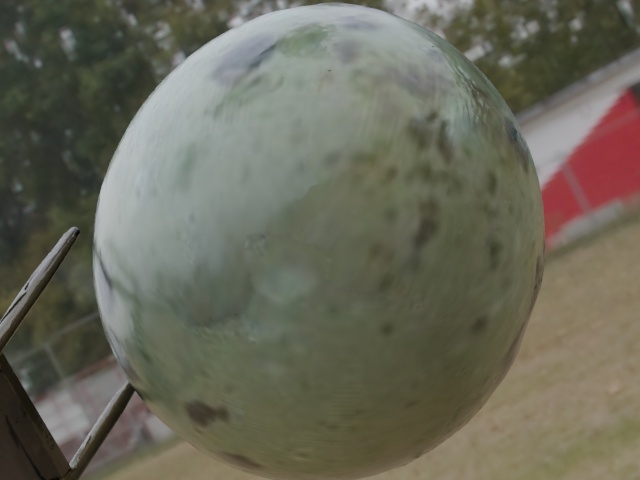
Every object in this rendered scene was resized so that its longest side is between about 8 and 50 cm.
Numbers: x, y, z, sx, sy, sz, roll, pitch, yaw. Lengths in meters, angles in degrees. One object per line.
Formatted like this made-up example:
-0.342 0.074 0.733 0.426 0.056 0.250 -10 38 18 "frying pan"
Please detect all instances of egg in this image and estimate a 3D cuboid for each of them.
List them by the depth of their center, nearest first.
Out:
0.000 0.000 1.122 0.345 0.345 0.428 -26 -26 -22 "egg"

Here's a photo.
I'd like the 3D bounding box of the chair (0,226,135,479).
-0.280 0.137 1.149 0.166 0.188 0.272 -3 40 23 "chair"
